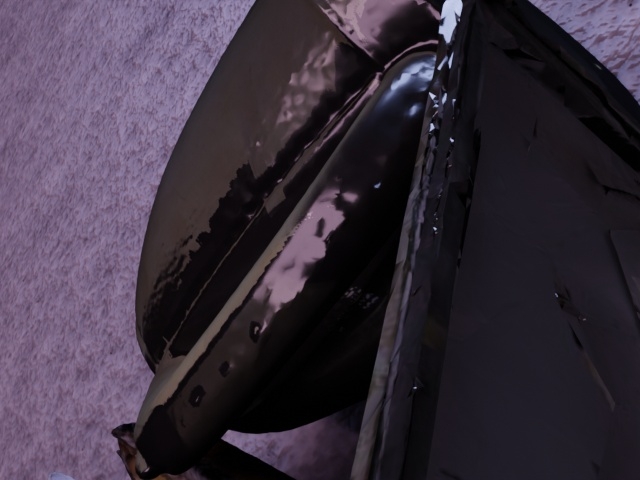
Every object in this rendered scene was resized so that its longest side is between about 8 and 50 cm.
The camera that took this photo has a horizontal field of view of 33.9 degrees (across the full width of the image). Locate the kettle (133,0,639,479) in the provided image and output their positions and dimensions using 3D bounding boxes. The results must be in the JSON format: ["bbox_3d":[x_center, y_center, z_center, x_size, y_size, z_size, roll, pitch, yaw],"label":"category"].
[{"bbox_3d":[0.000,0.000,0.614,0.324,0.228,0.321,-53,4,24],"label":"kettle"}]

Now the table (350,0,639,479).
[{"bbox_3d":[0.190,0.015,0.312,0.272,0.222,0.335,-32,32,40],"label":"table"}]

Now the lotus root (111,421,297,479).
[{"bbox_3d":[-0.038,0.189,0.680,0.078,0.167,0.329,-28,22,-26],"label":"lotus root"}]

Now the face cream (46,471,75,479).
[{"bbox_3d":[-0.296,0.344,0.959,0.284,0.073,0.073,-62,33,4],"label":"face cream"}]
